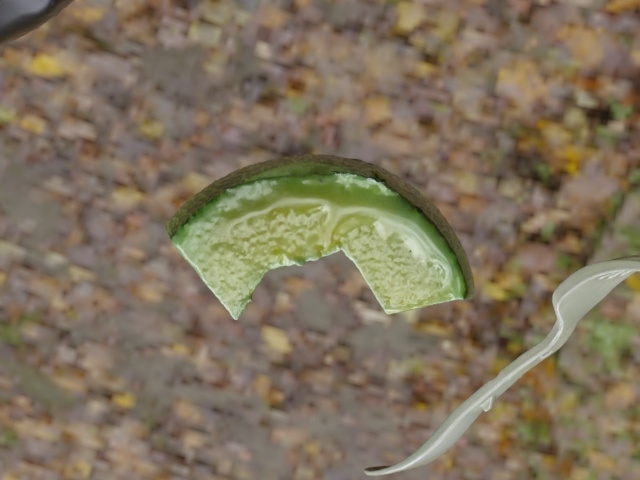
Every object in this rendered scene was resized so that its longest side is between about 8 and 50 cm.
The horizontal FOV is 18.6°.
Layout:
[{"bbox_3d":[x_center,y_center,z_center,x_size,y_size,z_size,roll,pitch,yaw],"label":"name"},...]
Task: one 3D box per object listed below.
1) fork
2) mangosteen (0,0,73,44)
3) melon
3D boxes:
[{"bbox_3d":[0.085,0.056,0.874,0.034,0.028,0.219,-18,163,-44],"label":"fork"},{"bbox_3d":[-0.257,-0.251,1.237,0.311,0.311,0.311,11,148,7],"label":"mangosteen"},{"bbox_3d":[0.000,0.000,1.338,0.209,0.118,0.064,-7,-175,-3],"label":"melon"}]
